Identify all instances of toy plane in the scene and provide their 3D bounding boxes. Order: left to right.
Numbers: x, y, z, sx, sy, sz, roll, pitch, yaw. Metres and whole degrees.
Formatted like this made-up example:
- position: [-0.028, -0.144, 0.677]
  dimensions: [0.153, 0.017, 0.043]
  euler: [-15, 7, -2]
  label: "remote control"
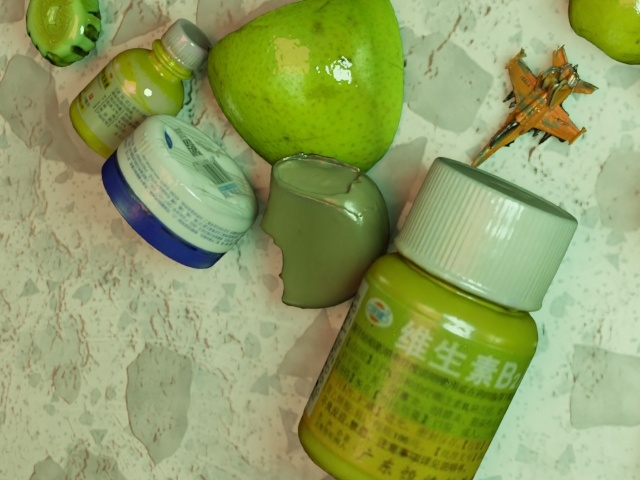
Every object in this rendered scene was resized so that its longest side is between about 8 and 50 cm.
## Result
- position: [0.253, -0.151, 1.652]
  dimensions: [0.135, 0.062, 0.188]
  euler: [54, 126, 20]
  label: "toy plane"

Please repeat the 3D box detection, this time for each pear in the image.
- position: [-0.024, -0.182, 1.772]
  dimensions: [0.288, 0.139, 0.239]
  euler: [-22, 88, 27]
  label: "pear"
- position: [0.367, -0.279, 1.537]
  dimensions: [0.162, 0.149, 0.149]
  euler: [-46, 68, 16]
  label: "pear"

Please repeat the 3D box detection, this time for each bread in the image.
- position: [-0.378, -0.330, 2.005]
  dimensions: [0.130, 0.071, 0.139]
  euler: [-36, 70, 21]
  label: "bread"

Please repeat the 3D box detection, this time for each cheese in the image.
- position: [0.000, 0.000, 1.744]
  dimensions: [0.175, 0.091, 0.202]
  euler: [20, 117, 15]
  label: "cheese"

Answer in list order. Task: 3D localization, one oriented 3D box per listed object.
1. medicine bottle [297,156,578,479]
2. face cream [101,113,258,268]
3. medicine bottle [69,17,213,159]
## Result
- position: [0.142, 0.111, 1.605]
  dimensions: [0.224, 0.224, 0.384]
  euler: [29, 102, 27]
  label: "medicine bottle"
- position: [-0.183, -0.070, 1.806]
  dimensions: [0.111, 0.206, 0.206]
  euler: [-46, 68, 19]
  label: "face cream"
- position: [-0.246, -0.218, 1.896]
  dimensions: [0.212, 0.122, 0.122]
  euler: [-42, 69, 21]
  label: "medicine bottle"
